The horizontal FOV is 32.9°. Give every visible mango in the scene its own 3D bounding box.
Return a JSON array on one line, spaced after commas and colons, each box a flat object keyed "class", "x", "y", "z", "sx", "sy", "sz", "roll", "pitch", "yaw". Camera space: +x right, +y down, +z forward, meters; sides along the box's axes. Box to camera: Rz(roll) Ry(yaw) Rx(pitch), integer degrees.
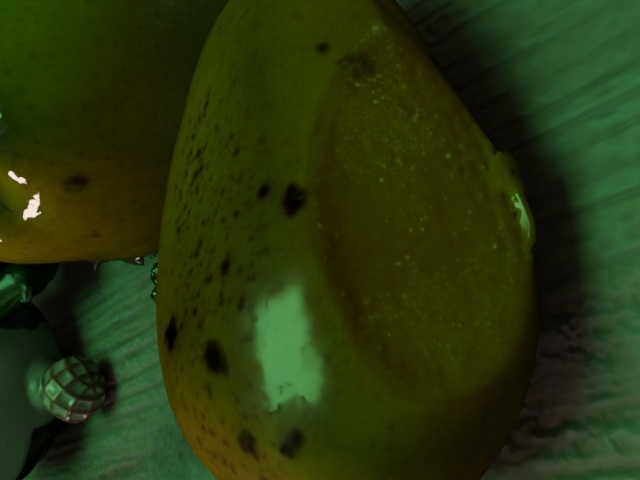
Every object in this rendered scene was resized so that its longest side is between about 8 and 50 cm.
[{"class": "mango", "x": 0.000, "y": 0.000, "z": 0.529, "sx": 0.191, "sy": 0.160, "sz": 0.290, "roll": -36, "pitch": 57, "yaw": 59}]

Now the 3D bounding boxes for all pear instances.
[{"class": "pear", "x": -0.159, "y": -0.079, "z": 0.653, "sx": 0.178, "sy": 0.267, "sz": 0.267, "roll": -69, "pitch": -4, "yaw": -69}]

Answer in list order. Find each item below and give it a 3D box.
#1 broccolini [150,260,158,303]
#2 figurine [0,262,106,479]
[{"class": "broccolini", "x": -0.040, "y": 0.085, "z": 0.686, "sx": 0.203, "sy": 0.068, "sz": 0.091, "roll": 56, "pitch": 147, "yaw": 17}, {"class": "figurine", "x": -0.304, "y": 0.071, "z": 0.927, "sx": 0.281, "sy": 0.167, "sz": 0.370, "roll": 24, "pitch": 116, "yaw": 31}]
